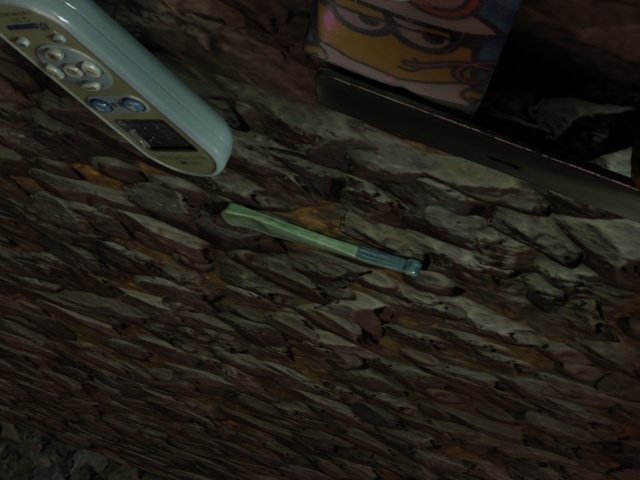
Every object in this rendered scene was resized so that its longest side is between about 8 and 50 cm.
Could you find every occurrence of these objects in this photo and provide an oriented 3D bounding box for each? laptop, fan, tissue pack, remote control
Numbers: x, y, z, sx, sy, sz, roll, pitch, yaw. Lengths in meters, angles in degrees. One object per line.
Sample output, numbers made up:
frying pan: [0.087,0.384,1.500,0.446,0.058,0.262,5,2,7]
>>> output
laptop: [0.123,-0.057,0.950,0.269,0.015,0.187,20,-179,1]
fan: [0.000,0.000,1.307,0.193,0.016,0.038,17,163,14]
tissue pack: [0.054,-0.141,0.810,0.116,0.065,0.155,20,161,2]
remote control: [-0.154,-0.124,1.091,0.087,0.047,0.244,0,151,38]

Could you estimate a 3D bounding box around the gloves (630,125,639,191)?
gloves: [0.223,-0.049,0.648,0.155,0.203,0.356,24,176,-2]
